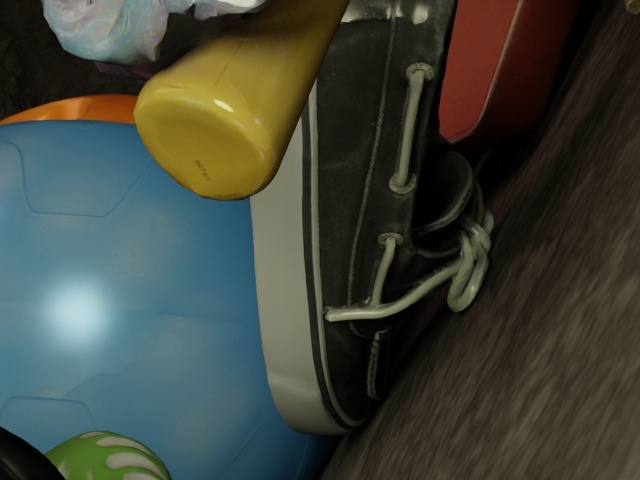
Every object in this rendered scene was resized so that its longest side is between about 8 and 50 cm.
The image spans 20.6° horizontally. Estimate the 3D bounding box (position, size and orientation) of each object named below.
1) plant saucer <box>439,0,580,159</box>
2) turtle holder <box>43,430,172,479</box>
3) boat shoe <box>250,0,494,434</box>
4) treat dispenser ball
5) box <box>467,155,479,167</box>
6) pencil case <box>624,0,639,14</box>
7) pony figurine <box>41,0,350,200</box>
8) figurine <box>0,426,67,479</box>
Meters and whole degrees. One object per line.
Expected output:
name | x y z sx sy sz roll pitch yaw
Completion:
plant saucer | 0.094 -0.144 1.041 0.259 0.048 0.258 -24 44 68
turtle holder | -0.137 0.205 0.636 0.320 0.243 0.227 -18 37 20
boat shoe | 0.029 -0.011 0.824 0.113 0.105 0.306 -77 -12 -45
treat dispenser ball | -0.122 0.058 1.036 0.288 0.288 0.288 -60 1 2
box | 0.132 -0.161 1.236 0.270 0.060 0.216 -59 1 22
pencil case | 0.167 -0.312 0.739 0.410 0.184 0.160 -62 -7 10
pony figurine | 0.071 -0.178 0.475 0.351 0.303 0.363 -5 43 48
figurine | -0.108 0.152 0.455 0.214 0.209 0.092 -62 -18 8
